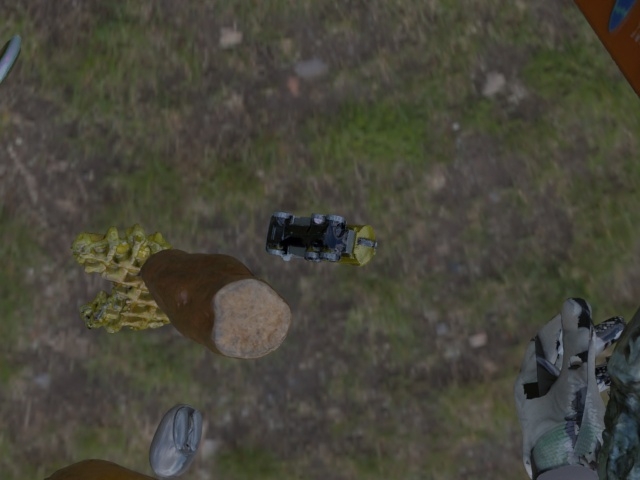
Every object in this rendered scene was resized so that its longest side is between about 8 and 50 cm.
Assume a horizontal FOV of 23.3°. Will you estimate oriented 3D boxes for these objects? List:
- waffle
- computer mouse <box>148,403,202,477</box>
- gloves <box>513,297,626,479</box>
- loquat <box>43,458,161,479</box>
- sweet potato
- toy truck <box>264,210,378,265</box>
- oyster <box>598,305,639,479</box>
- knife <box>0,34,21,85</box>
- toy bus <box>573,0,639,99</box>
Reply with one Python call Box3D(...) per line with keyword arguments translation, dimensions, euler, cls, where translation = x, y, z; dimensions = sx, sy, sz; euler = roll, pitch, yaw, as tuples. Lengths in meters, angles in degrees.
Box3D(translation=(-0.246, 0.053, 1.942), dimensions=(0.149, 0.051, 0.194), euler=(-10, 143, 4), cls="waffle")
Box3D(translation=(-0.178, 0.255, 1.948), dimensions=(0.066, 0.039, 0.096), euler=(20, 95, -50), cls="computer mouse")
Box3D(translation=(0.227, 0.142, 1.414), dimensions=(0.111, 0.212, 0.127), euler=(-28, 125, 25), cls="gloves")
Box3D(translation=(-0.306, 0.466, 2.121), dimensions=(0.329, 0.328, 0.328), euler=(-2, 124, -3), cls="loquat")
Box3D(translation=(-0.121, 0.056, 1.620), dimensions=(0.097, 0.252, 0.097), euler=(-12, 112, -32), cls="sweet potato")
Box3D(translation=(0.000, 0.000, 1.707), dimensions=(0.063, 0.123, 0.052), euler=(15, 83, -47), cls="toy truck")
Box3D(translation=(0.286, 0.166, 1.213), dimensions=(0.158, 0.162, 0.351), euler=(12, 115, 0), cls="oyster")
Box3D(translation=(-0.400, -0.072, 1.535), dimensions=(0.027, 0.061, 0.343), euler=(40, 77, -22), cls="knife")
Box3D(translation=(0.235, -0.123, 0.945), dimensions=(0.092, 0.408, 0.093), euler=(-1, 142, -41), cls="toy bus")
